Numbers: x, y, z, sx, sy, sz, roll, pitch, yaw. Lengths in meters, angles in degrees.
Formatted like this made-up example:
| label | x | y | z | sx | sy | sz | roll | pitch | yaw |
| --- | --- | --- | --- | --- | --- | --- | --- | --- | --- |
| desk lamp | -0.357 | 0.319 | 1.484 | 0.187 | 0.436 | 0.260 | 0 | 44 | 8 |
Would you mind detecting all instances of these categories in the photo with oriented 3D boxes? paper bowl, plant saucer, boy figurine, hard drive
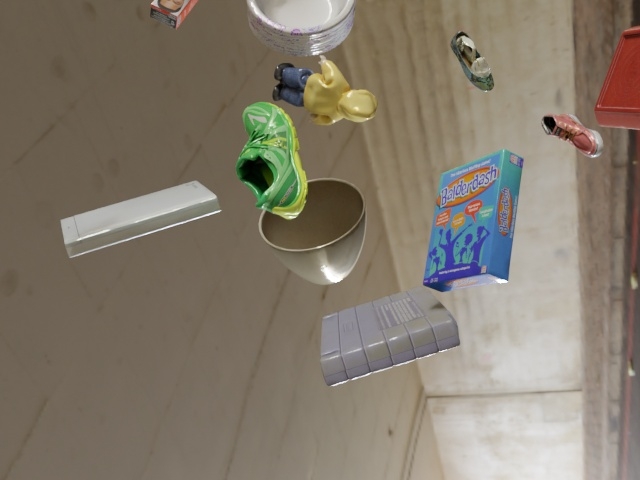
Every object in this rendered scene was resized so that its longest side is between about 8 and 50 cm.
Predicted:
| label | x | y | z | sx | sy | sz | roll | pitch | yaw |
| --- | --- | --- | --- | --- | --- | --- | --- | --- | --- |
| paper bowl | -0.051 | -0.608 | 1.764 | 0.148 | 0.285 | 0.284 | 94 | 177 | -64 |
| plant saucer | 0.750 | -0.393 | 1.563 | 0.259 | 0.048 | 0.258 | -126 | 52 | -74 |
| boy figurine | 0.014 | -0.373 | 1.676 | 0.092 | 0.285 | 0.177 | -35 | -41 | -50 |
| hard drive | -0.441 | -0.060 | 1.616 | 0.233 | 0.353 | 0.047 | -147 | 42 | -63 |

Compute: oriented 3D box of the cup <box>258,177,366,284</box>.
| label | x | y | z | sx | sy | sz | roll | pitch | yaw |
| --- | --- | --- | --- | --- | --- | --- | --- | --- | --- |
| cup | 0.000 | 0.000 | 2.070 | 0.331 | 0.332 | 0.236 | -80 | -21 | -47 |

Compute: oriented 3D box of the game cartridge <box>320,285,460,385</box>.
| label | x | y | z | sx | sy | sz | roll | pitch | yaw |
| --- | --- | --- | --- | --- | --- | --- | --- | --- | --- |
| game cartridge | 0.115 | 0.162 | 1.202 | 0.355 | 0.230 | 0.068 | -75 | -28 | -85 |

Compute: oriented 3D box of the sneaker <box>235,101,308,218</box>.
| label | x | y | z | sx | sy | sz | roll | pitch | yaw |
| --- | --- | --- | --- | --- | --- | --- | --- | --- | --- |
| sneaker | -0.112 | -0.178 | 1.355 | 0.124 | 0.109 | 0.295 | 7 | -131 | -35 |

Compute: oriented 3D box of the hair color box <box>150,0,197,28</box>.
| label | x | y | z | sx | sy | sz | roll | pitch | yaw |
| --- | --- | --- | --- | --- | --- | --- | --- | --- | --- |
| hair color box | -0.350 | -0.584 | 1.619 | 0.043 | 0.072 | 0.141 | 120 | 174 | -56 |

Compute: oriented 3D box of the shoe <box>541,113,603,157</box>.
| label | x | y | z | sx | sy | sz | roll | pitch | yaw |
| --- | --- | --- | --- | --- | --- | --- | --- | --- | --- |
| shoe | 0.615 | -0.260 | 1.639 | 0.178 | 0.081 | 0.063 | -109 | 24 | -51 |

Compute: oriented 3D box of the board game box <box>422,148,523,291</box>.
| label | x | y | z | sx | sy | sz | roll | pitch | yaw |
| --- | --- | --- | --- | --- | --- | --- | --- | --- | --- |
| board game box | 0.247 | -0.028 | 1.087 | 0.047 | 0.160 | 0.210 | 21 | -110 | -24 |

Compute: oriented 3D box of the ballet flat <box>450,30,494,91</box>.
| label | x | y | z | sx | sy | sz | roll | pitch | yaw |
| --- | --- | --- | --- | --- | --- | --- | --- | --- | --- |
| ballet flat | 0.413 | -0.490 | 1.806 | 0.188 | 0.070 | 0.070 | 58 | -171 | 16 |
